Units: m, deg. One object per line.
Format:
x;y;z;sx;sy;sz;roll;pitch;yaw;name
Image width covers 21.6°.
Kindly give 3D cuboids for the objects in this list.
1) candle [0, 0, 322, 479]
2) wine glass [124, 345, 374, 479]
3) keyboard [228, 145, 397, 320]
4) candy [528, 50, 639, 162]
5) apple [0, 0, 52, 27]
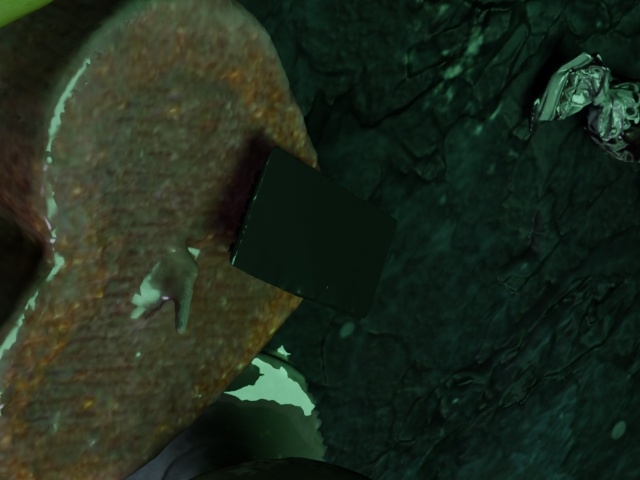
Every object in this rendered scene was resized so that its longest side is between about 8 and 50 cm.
-0.100;0.003;0.975;0.287;0.131;0.317;4;109;-53;candle
-0.040;0.223;1.028;0.238;0.323;0.238;-6;116;-12;wine glass
-0.002;0.000;1.021;0.196;0.015;0.074;26;77;-64;keyboard
0.236;-0.080;1.277;0.094;0.051;0.226;-51;138;8;candy
-0.199;-0.205;0.615;0.338;0.305;0.338;-42;172;-8;apple
